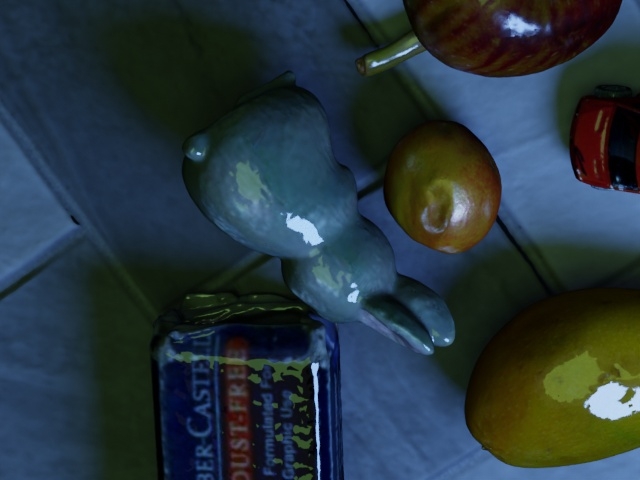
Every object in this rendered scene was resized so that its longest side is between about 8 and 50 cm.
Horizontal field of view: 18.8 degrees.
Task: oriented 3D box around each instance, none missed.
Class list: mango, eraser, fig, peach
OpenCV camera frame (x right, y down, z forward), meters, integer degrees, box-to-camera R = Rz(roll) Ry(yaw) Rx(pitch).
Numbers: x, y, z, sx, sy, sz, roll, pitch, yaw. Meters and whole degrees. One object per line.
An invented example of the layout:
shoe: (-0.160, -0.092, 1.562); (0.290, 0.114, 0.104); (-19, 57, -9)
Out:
mango: (0.233, 0.100, 1.537); (0.253, 0.113, 0.138); (-18, 102, 10)
eraser: (-0.059, 0.213, 1.611); (0.155, 0.101, 0.332); (0, 104, 7)
fig: (0.131, -0.195, 1.469); (0.175, 0.207, 0.175); (4, 76, -16)
peach: (0.099, -0.045, 1.525); (0.101, 0.101, 0.100); (2, 105, 7)

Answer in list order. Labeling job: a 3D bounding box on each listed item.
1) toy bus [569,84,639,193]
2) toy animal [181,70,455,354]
toy bus: (0.291, -0.070, 1.497); (0.195, 0.089, 0.081); (4, 105, 7)
toy animal: (-0.003, 0.002, 1.520); (0.127, 0.125, 0.251); (-35, 87, -16)
